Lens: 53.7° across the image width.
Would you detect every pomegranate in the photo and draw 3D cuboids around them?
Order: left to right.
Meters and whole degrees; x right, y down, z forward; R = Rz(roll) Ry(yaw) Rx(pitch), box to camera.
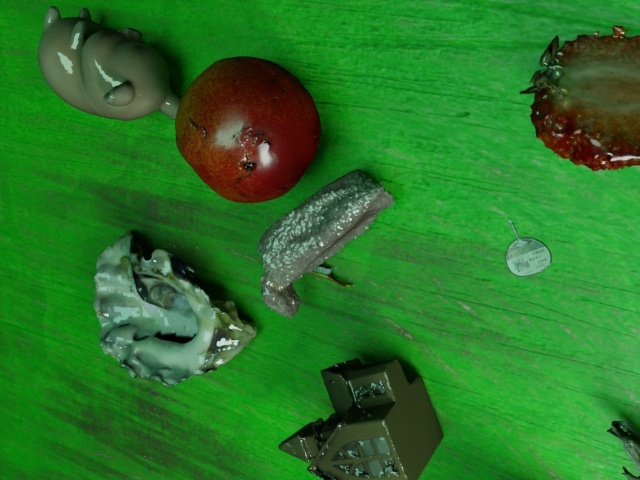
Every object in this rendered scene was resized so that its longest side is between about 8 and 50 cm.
[{"bbox_3d":[-0.112,-0.162,0.918,0.235,0.210,0.210,31,117,45],"label":"pomegranate"}]

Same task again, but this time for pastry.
[{"bbox_3d":[-0.010,-0.008,0.949,0.265,0.102,0.112,-49,69,18],"label":"pastry"}]

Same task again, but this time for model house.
[{"bbox_3d":[0.027,0.280,0.961,0.248,0.181,0.176,-20,92,28],"label":"model house"}]

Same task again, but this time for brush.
[{"bbox_3d":[0.014,0.054,1.007,0.083,0.018,0.021,20,101,24],"label":"brush"}]

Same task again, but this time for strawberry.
[{"bbox_3d":[0.358,-0.144,0.743,0.236,0.107,0.175,34,78,16],"label":"strawberry"}]

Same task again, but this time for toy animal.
[{"bbox_3d":[-0.355,-0.280,1.040,0.250,0.166,0.154,28,123,26],"label":"toy animal"}]

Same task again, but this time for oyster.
[{"bbox_3d":[-0.276,0.125,1.128,0.351,0.114,0.238,13,99,19],"label":"oyster"}]

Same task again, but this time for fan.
[{"bbox_3d":[0.275,0.018,0.872,0.080,0.003,0.060,40,116,13],"label":"fan"}]

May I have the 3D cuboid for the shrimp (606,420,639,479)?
[{"bbox_3d":[0.458,0.401,0.835,0.246,0.085,0.360,-29,92,36],"label":"shrimp"}]
